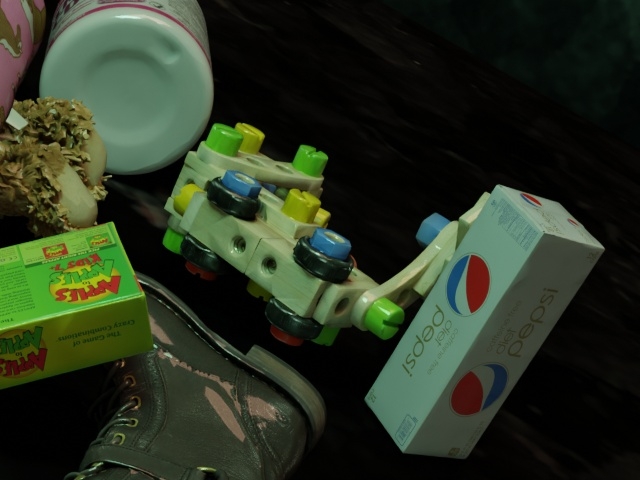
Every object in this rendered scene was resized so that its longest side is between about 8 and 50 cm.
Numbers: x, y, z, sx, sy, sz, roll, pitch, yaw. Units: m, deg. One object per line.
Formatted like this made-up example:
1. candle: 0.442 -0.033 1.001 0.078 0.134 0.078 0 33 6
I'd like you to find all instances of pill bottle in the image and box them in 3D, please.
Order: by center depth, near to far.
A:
1. pill bottle: -0.191 -0.186 1.469 0.160 0.160 0.283 23 19 -15

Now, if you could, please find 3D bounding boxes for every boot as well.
1. boot: -0.121 0.119 0.898 0.263 0.091 0.229 23 26 6

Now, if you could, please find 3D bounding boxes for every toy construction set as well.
1. toy construction set: 0.000 0.000 1.259 0.327 0.151 0.215 18 8 33

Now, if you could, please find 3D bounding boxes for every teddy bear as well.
1. teddy bear: -0.316 -0.096 1.176 0.338 0.113 0.245 21 33 -32

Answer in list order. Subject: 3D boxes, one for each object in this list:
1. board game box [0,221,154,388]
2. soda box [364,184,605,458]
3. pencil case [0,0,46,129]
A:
1. board game box: -0.201 0.048 0.893 0.181 0.043 0.092 -14 34 -14
2. soda box: 0.125 0.068 1.157 0.074 0.216 0.069 13 27 -38
3. pencil case: -0.297 -0.070 0.905 0.160 0.167 0.386 50 26 -23
